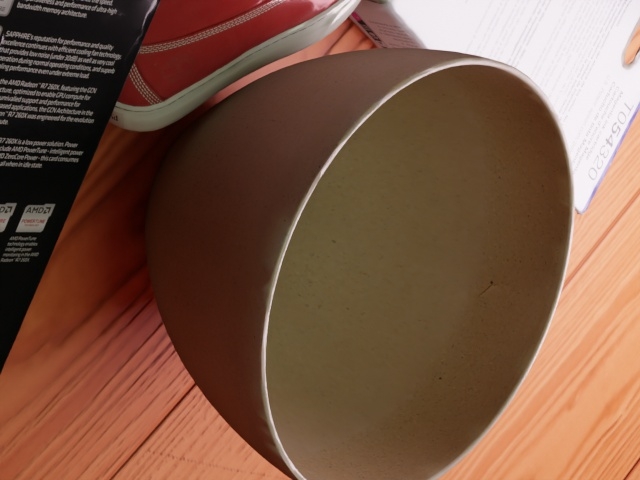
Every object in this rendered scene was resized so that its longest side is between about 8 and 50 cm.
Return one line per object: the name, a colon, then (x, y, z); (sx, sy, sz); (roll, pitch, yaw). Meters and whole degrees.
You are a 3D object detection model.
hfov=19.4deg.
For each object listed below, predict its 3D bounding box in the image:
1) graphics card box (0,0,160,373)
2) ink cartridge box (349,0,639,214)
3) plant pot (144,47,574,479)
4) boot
graphics card box: (-0.218, -0.064, 0.931); (0.233, 0.094, 0.371); (1, 119, -51)
ink cartridge box: (0.174, -0.232, 1.387); (0.330, 0.071, 0.324); (42, 73, -50)
plant pot: (0.000, 0.000, 1.189); (0.284, 0.191, 0.284); (-23, 124, -40)
boot: (-0.037, -0.187, 1.110); (0.244, 0.088, 0.176); (-39, 159, -29)
